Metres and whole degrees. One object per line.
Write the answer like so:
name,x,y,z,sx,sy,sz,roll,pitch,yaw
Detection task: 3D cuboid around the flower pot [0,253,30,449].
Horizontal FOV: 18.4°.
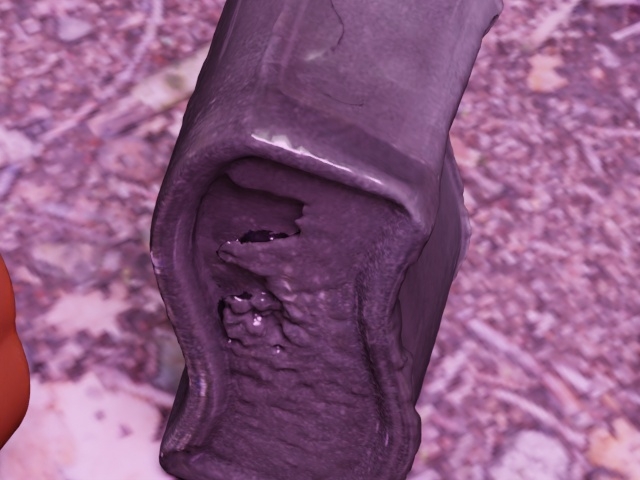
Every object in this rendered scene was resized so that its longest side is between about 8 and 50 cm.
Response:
flower pot,-0.201,0.055,0.676,0.190,0.191,0.173,41,44,19

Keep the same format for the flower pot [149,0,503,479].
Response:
flower pot,0.000,0.000,0.719,0.103,0.229,0.108,12,53,6
